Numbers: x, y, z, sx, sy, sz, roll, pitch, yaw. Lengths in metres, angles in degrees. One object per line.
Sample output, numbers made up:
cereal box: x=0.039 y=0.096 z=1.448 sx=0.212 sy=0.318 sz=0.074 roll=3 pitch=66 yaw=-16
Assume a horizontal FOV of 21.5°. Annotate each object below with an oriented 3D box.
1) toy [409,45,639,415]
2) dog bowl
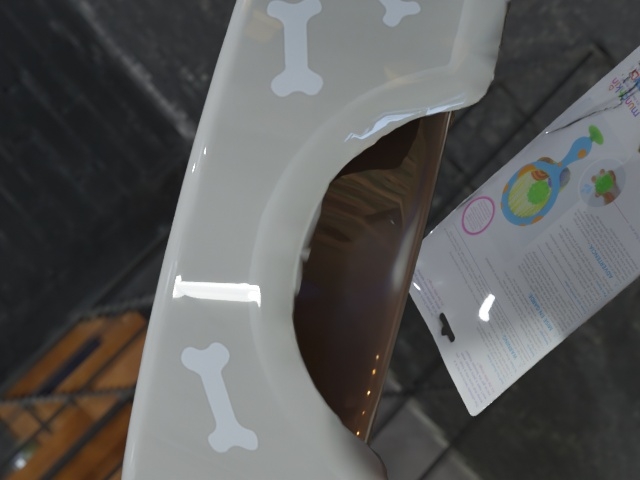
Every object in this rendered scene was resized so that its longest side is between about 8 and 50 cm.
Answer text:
toy: x=0.167 y=-0.006 z=1.061 sx=0.056 sy=0.237 sz=0.137 roll=25 pitch=-151 yaw=-40
dog bowl: x=0.000 y=0.000 z=0.747 sx=0.102 sy=0.349 sz=0.349 roll=14 pitch=152 yaw=2
